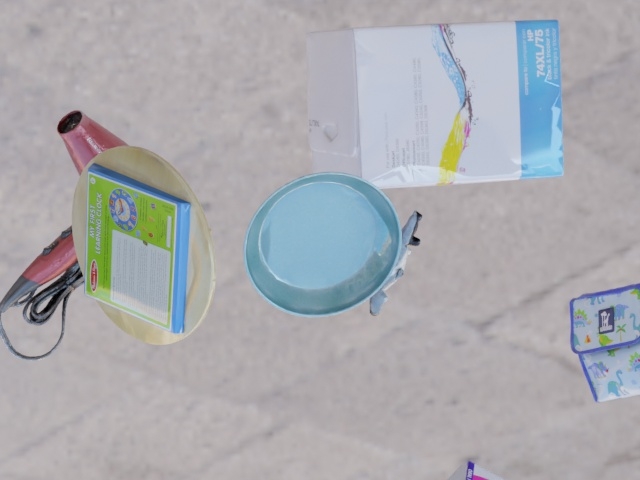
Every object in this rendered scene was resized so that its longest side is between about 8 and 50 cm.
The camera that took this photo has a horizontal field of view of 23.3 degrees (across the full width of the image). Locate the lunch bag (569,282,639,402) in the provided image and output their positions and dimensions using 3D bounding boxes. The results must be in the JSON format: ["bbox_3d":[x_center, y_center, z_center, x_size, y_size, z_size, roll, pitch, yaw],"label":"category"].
[{"bbox_3d":[0.424,0.138,2.159,0.129,0.151,0.096,-16,-175,43],"label":"lunch bag"}]

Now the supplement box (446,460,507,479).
[{"bbox_3d":[0.243,0.390,1.947,0.220,0.111,0.114,29,128,-12],"label":"supplement box"}]

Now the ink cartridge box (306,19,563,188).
[{"bbox_3d":[0.138,-0.172,1.943,0.270,0.197,0.198,-5,-173,-18],"label":"ink cartridge box"}]

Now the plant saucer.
[{"bbox_3d":[0.000,0.000,1.150,0.119,0.021,0.119,-6,118,-11],"label":"plant saucer"}]

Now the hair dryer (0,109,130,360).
[{"bbox_3d":[-0.261,-0.009,1.786,0.224,0.080,0.293,-16,116,-40],"label":"hair dryer"}]

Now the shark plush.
[{"bbox_3d":[0.074,0.030,1.934,0.067,0.073,0.161,24,133,-32],"label":"shark plush"}]

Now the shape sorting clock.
[{"bbox_3d":[-0.179,0.005,1.567,0.206,0.206,0.040,-36,172,40],"label":"shape sorting clock"}]
